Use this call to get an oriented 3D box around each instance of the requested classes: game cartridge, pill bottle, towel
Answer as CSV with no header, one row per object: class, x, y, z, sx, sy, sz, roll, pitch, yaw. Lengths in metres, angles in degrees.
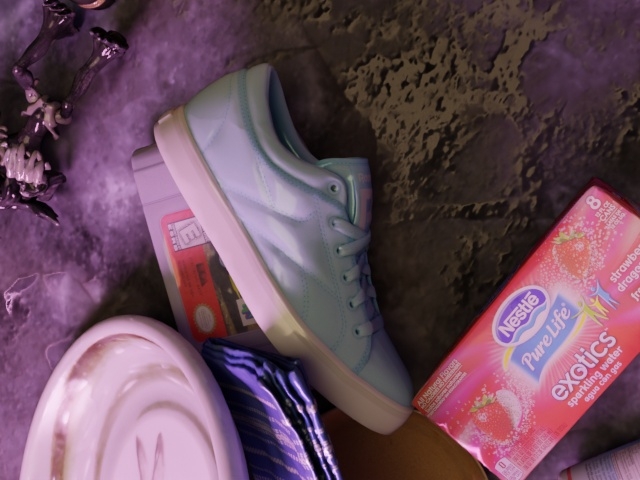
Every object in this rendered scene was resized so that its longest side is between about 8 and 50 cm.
game cartridge,-0.070,0.020,0.932,0.196,0.060,0.294,-16,92,14
pill bottle,0.309,0.224,0.821,0.160,0.087,0.087,-28,88,18
towel,-0.022,0.251,0.824,0.040,0.243,0.336,-22,97,-21

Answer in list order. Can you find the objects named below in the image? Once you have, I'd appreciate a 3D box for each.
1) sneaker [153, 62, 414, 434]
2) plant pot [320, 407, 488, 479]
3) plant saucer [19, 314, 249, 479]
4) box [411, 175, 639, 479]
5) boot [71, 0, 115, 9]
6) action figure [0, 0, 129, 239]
sneaker,0.000,0.000,0.813,0.150,0.135,0.366,-35,90,15
plant pot,0.067,0.278,0.932,0.236,0.032,0.236,3,98,17
plant saucer,-0.179,0.279,0.921,0.400,0.101,0.400,-11,74,46
box,0.213,0.078,0.810,0.123,0.128,0.257,39,107,9
boot,-0.261,-0.342,0.898,0.077,0.137,0.197,-8,94,18
action figure,-0.323,-0.121,0.946,0.164,0.141,0.275,35,102,9
